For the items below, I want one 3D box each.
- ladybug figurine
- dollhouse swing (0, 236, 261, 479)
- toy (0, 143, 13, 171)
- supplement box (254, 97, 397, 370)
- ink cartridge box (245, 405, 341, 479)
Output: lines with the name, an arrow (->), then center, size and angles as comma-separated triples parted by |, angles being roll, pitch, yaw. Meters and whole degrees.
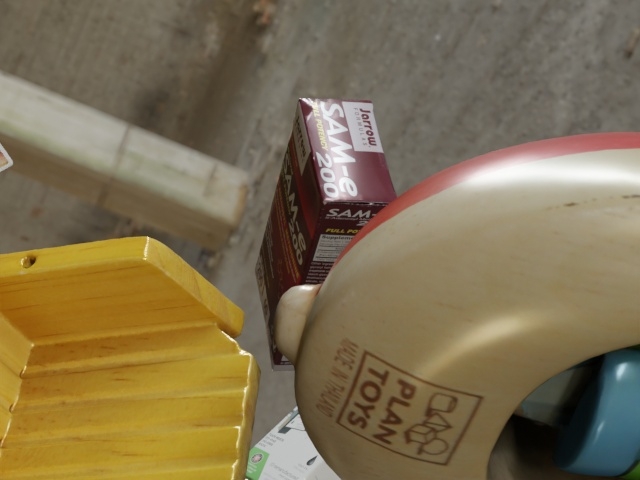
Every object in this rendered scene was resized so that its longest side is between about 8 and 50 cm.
ladybug figurine -> 0.199, 0.063, 0.678 | 0.162, 0.449, 0.305 | -87, 12, -47
dollhouse swing -> -0.249, 0.103, 0.944 | 0.347, 0.315, 0.305 | -83, -20, -45
toy -> -0.438, -0.150, 1.321 | 0.137, 0.237, 0.056 | -37, 2, -34
supplement box -> 0.000, 0.000, 1.161 | 0.239, 0.073, 0.130 | 108, 157, -46
ink cartridge box -> -0.001, 0.328, 1.963 | 0.219, 0.092, 0.160 | -43, 30, -22
